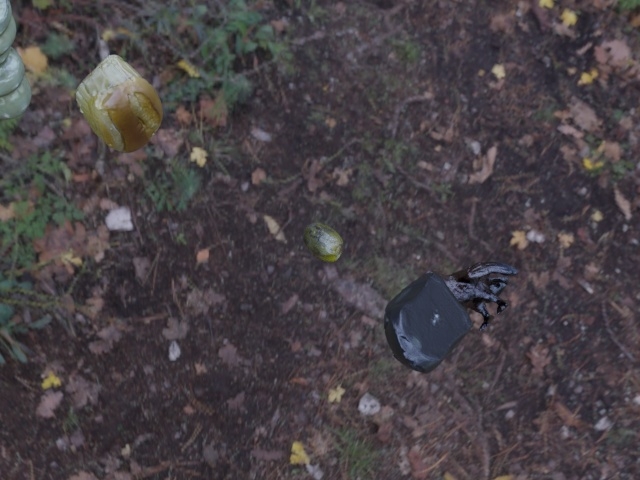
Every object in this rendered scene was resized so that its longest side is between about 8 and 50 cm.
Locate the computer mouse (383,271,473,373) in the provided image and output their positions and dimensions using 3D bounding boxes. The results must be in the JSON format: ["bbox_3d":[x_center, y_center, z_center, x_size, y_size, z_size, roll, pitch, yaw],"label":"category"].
[{"bbox_3d":[0.151,0.130,1.246,0.122,0.073,0.217,57,35,1],"label":"computer mouse"}]

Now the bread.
[{"bbox_3d":[-0.385,-0.256,1.627,0.140,0.236,0.106,-44,79,-9],"label":"bread"}]

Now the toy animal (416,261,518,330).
[{"bbox_3d":[0.272,0.093,1.608,0.179,0.218,0.116,28,45,-8],"label":"toy animal"}]

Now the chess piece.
[{"bbox_3d":[-0.545,-0.293,1.366,0.133,0.243,0.133,1,59,-2],"label":"chess piece"}]

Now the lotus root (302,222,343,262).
[{"bbox_3d":[0.000,0.000,1.392,0.049,0.054,0.099,-13,33,-30],"label":"lotus root"}]
